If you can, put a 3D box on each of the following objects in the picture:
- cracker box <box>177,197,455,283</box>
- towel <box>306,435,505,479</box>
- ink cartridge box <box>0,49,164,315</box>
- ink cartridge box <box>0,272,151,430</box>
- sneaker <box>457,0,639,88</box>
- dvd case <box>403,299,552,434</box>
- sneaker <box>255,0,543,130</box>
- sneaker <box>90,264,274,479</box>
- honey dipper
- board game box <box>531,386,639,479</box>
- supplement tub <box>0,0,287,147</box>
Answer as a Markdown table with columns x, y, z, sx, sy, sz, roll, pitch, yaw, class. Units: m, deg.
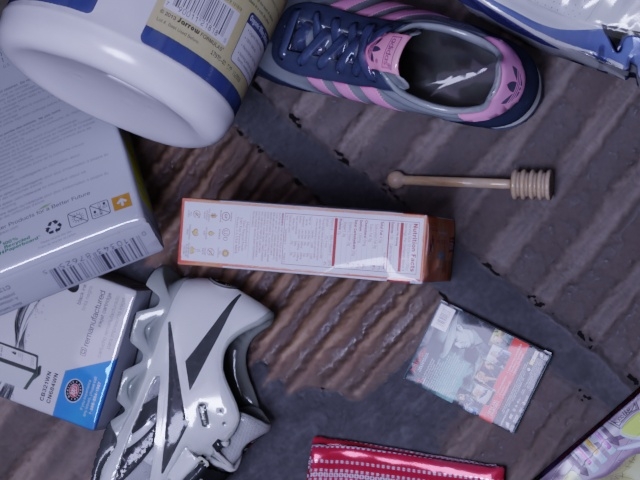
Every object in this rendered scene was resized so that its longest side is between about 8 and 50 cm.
| x | y | z | sx | sy | sz | roll | pitch | yaw | class |
| --- | --- | --- | --- | --- | --- | --- | --- | --- | --- |
| 0.000 | 0.000 | 1.568 | 0.232 | 0.156 | 0.067 | 5 | 90 | 13 | cracker box |
| 0.066 | 0.339 | 1.614 | 0.199 | 0.031 | 0.275 | 8 | 91 | 13 | towel |
| -0.332 | -0.059 | 1.639 | 0.303 | 0.072 | 0.307 | -23 | 48 | 3 | ink cartridge box |
| -0.281 | 0.088 | 1.671 | 0.203 | 0.086 | 0.148 | 17 | 93 | 14 | ink cartridge box |
| 0.279 | -0.246 | 1.528 | 0.315 | 0.127 | 0.182 | 24 | 92 | 6 | sneaker |
| 0.151 | 0.121 | 1.603 | 0.119 | 0.013 | 0.087 | 26 | 95 | 11 | dvd case |
| 0.049 | -0.183 | 1.569 | 0.319 | 0.131 | 0.112 | 12 | 92 | 14 | sneaker |
| -0.129 | 0.200 | 1.615 | 0.146 | 0.122 | 0.331 | 14 | 93 | 15 | sneaker |
| 0.142 | -0.057 | 1.601 | 0.160 | 0.030 | 0.030 | 4 | 90 | 18 | honey dipper |
| 0.251 | 0.314 | 1.546 | 0.347 | 0.056 | 0.208 | -43 | 87 | 6 | board game box |
| -0.131 | -0.268 | 1.523 | 0.228 | 0.228 | 0.316 | 21 | 78 | 13 | supplement tub |
